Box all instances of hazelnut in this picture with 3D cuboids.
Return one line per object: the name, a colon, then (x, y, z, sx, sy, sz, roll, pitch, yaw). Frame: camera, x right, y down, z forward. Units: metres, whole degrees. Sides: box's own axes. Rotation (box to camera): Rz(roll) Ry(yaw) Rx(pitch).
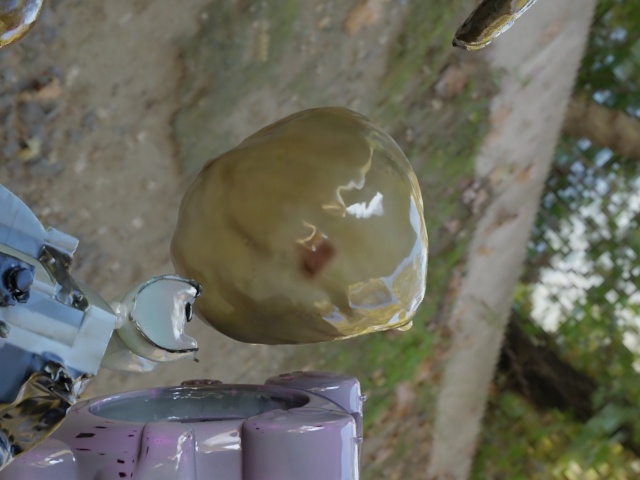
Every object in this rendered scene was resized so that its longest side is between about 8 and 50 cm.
hazelnut: (0.000, 0.000, 1.362, 0.261, 0.241, 0.261, -30, -165, 9)

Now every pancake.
pancake: (0.213, -0.243, 1.085, 0.286, 0.033, 0.288, -41, -178, 21)

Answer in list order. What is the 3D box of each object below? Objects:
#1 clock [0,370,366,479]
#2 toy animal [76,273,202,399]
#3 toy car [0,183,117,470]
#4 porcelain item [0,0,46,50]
clock: (-0.119, 0.198, 1.331, 0.322, 0.113, 0.295, -3, -176, 3)
toy animal: (-0.147, 0.073, 1.111, 0.085, 0.071, 0.124, -11, 172, -36)
toy car: (-0.242, 0.004, 0.646, 0.193, 0.301, 0.118, 29, 80, -48)
porcelain item: (-0.416, -0.297, 1.507, 0.253, 0.253, 0.253, -36, 162, -14)
